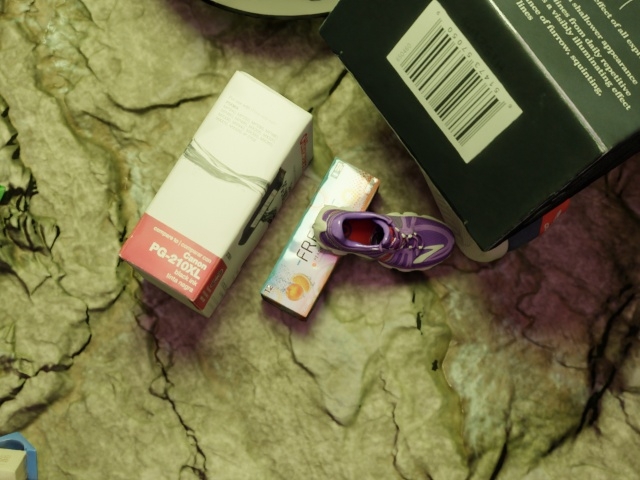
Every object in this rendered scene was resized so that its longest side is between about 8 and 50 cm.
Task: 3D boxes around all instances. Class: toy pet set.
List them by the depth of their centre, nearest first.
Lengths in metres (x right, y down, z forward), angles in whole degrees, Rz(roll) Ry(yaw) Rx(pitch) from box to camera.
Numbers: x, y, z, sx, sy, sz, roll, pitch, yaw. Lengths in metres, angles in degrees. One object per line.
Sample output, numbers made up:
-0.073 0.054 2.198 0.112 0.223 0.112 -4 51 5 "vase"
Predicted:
-0.356 0.278 1.258 0.122 0.065 0.114 6 115 4 "toy pet set"

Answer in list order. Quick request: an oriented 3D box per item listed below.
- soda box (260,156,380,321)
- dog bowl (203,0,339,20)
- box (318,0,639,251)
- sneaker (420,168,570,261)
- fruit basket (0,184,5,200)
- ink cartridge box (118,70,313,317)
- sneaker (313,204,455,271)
0.000 0.000 1.292 0.063 0.058 0.183 29 81 4 "soda box"
-0.035 -0.455 1.217 0.408 0.150 0.407 -1 76 2 "dog bowl"
0.254 -0.222 1.171 0.395 0.212 0.293 -29 79 -36 "box"
0.171 -0.156 1.293 0.148 0.131 0.350 -23 87 -11 "sneaker"
-0.543 -0.100 1.225 0.392 0.283 0.391 0 98 3 "fruit basket"
-0.107 -0.046 1.242 0.100 0.172 0.237 31 82 5 "ink cartridge box"
0.077 0.000 1.243 0.170 0.071 0.068 5 91 -23 "sneaker"
